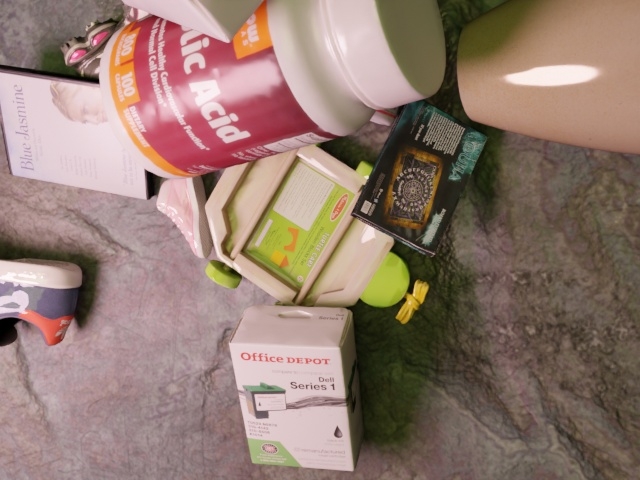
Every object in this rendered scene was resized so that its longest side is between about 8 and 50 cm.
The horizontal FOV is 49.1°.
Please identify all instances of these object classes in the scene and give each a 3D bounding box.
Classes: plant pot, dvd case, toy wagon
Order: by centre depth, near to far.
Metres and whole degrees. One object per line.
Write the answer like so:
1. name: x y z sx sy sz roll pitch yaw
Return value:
1. plant pot: 0.317 -0.220 0.854 0.273 0.256 0.257 1 95 30
2. toy wagon: 0.000 0.000 1.017 0.344 0.068 0.267 33 101 8
3. dvd case: -0.379 -0.166 1.079 0.252 0.022 0.181 11 121 12

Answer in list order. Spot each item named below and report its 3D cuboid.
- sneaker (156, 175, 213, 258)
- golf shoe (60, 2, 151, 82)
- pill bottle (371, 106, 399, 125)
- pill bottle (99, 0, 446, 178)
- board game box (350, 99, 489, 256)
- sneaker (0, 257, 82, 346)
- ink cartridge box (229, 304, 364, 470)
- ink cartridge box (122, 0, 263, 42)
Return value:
1. sneaker: -0.208 -0.035 1.071 0.070 0.051 0.134 -10 89 15
2. golf shoe: -0.250 -0.313 1.044 0.272 0.105 0.120 -33 102 20
3. pill bottle: 0.085 -0.246 0.965 0.087 0.087 0.160 21 99 11
4. pill bottle: -0.062 -0.219 0.869 0.392 0.224 0.224 -11 92 32
5. board game box: 0.136 -0.088 0.952 0.126 0.026 0.186 28 81 -7
6. sneaker: -0.559 0.093 1.121 0.349 0.131 0.148 7 92 12
7. ink cartridge box: -0.029 0.208 0.992 0.160 0.093 0.220 0 118 14
8. ink cartridge box: -0.095 -0.431 0.770 0.385 0.160 0.279 -52 44 -6
